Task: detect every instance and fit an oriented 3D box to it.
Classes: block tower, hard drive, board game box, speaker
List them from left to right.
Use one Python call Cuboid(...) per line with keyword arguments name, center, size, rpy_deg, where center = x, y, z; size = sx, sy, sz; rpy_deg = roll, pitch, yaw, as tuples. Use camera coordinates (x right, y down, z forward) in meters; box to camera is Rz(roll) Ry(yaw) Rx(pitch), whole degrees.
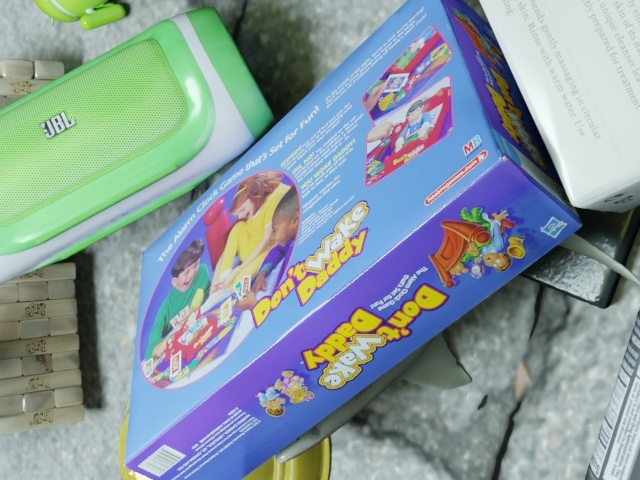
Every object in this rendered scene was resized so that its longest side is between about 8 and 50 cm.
Cuboid(name="block tower", center=(-0.291, 0.005, 0.962), size=(0.097, 0.091, 0.336), rpy_deg=(-3, 91, 51))
Cuboid(name="speaker", center=(-0.190, -0.072, 0.836), size=(0.296, 0.131, 0.131), rpy_deg=(-29, 78, 1))
Cuboid(name="board game box", center=(0.000, 0.000, 0.744), size=(0.347, 0.078, 0.233), rpy_deg=(-40, 33, 25))
Cuboid(name="hard drive", center=(0.187, -0.029, 0.745), size=(0.094, 0.022, 0.135), rpy_deg=(23, 104, 26))

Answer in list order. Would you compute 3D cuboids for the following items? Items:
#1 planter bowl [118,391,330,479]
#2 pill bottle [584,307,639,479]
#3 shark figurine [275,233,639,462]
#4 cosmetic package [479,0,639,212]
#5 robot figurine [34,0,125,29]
Cuboid(name="planter bowl", center=(-0.107, 0.181, 0.885), size=(0.217, 0.090, 0.217), rpy_deg=(2, 95, 30))
Cuboid(name="pill bottle", center=(0.250, 0.123, 0.659), size=(0.130, 0.130, 0.246), rpy_deg=(20, 103, 27))
Cuboid(name="shark figurine", center=(0.094, 0.063, 0.770), size=(0.278, 0.166, 0.116), rpy_deg=(-39, 106, 19))
Cuboid(name="cosmetic package", center=(0.287, -0.176, 0.592), size=(0.365, 0.155, 0.197), rpy_deg=(-25, 79, 23))
Cuboid(name="robot figurine", center=(-0.217, -0.243, 0.931), size=(0.115, 0.067, 0.101), rpy_deg=(-27, 88, 28))
